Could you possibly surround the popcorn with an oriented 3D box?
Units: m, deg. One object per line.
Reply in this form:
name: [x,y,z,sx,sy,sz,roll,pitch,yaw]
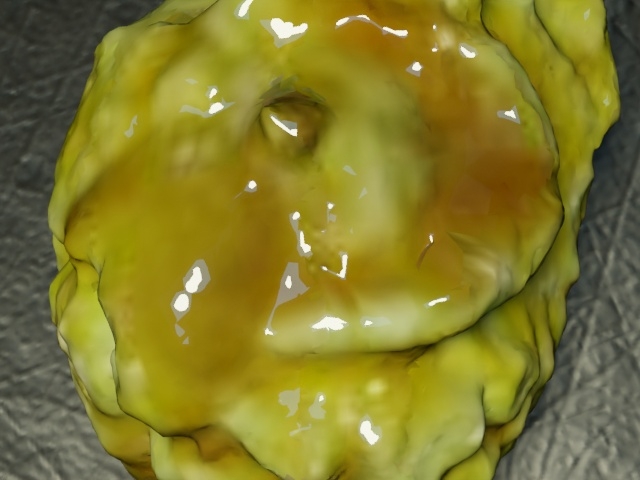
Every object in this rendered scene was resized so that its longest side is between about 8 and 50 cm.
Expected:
popcorn: [0.001,-0.009,0.759,0.279,0.274,0.336,-7,65,32]
